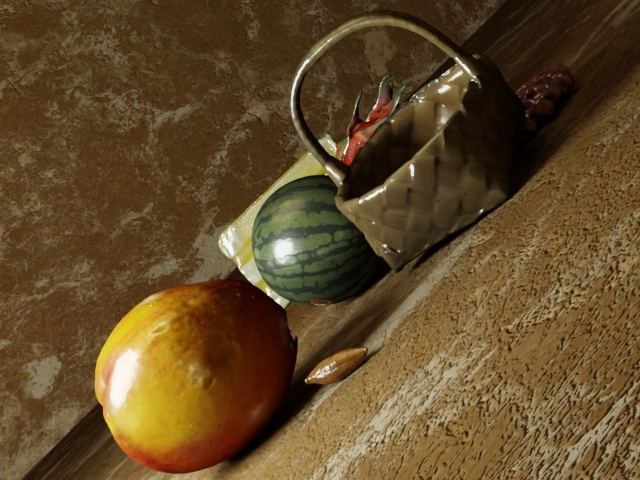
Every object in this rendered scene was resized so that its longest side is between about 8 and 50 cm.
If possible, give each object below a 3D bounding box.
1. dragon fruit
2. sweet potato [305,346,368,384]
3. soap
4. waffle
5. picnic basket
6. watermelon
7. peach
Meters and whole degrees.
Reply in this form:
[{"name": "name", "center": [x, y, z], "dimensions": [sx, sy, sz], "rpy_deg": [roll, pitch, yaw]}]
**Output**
[{"name": "dragon fruit", "center": [0.124, -0.159, 2.113], "dimensions": [0.193, 0.192, 0.274], "rpy_deg": [-88, 15, -45]}, {"name": "sweet potato", "center": [0.023, 0.155, 1.425], "dimensions": [0.095, 0.034, 0.034], "rpy_deg": [-28, 12, 24]}, {"name": "soap", "center": [-0.032, -0.036, 2.305], "dimensions": [0.315, 0.199, 0.091], "rpy_deg": [-45, -1, 4]}, {"name": "waffle", "center": [0.311, -0.197, 1.859], "dimensions": [0.234, 0.055, 0.221], "rpy_deg": [-36, 11, 36]}, {"name": "picnic basket", "center": [0.111, -0.177, 1.655], "dimensions": [0.293, 0.337, 0.337], "rpy_deg": [-36, 9, 30]}, {"name": "watermelon", "center": [0.000, 0.000, 1.806], "dimensions": [0.212, 0.212, 0.212], "rpy_deg": [-42, 6, 6]}, {"name": "peach", "center": [-0.158, 0.168, 1.520], "dimensions": [0.281, 0.238, 0.281], "rpy_deg": [-25, -36, -20]}]
